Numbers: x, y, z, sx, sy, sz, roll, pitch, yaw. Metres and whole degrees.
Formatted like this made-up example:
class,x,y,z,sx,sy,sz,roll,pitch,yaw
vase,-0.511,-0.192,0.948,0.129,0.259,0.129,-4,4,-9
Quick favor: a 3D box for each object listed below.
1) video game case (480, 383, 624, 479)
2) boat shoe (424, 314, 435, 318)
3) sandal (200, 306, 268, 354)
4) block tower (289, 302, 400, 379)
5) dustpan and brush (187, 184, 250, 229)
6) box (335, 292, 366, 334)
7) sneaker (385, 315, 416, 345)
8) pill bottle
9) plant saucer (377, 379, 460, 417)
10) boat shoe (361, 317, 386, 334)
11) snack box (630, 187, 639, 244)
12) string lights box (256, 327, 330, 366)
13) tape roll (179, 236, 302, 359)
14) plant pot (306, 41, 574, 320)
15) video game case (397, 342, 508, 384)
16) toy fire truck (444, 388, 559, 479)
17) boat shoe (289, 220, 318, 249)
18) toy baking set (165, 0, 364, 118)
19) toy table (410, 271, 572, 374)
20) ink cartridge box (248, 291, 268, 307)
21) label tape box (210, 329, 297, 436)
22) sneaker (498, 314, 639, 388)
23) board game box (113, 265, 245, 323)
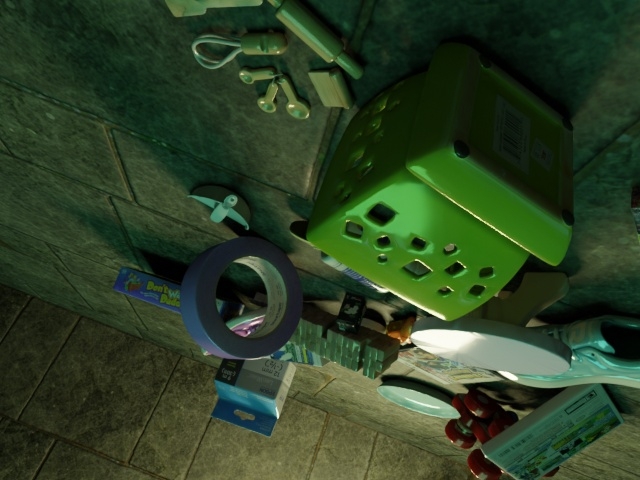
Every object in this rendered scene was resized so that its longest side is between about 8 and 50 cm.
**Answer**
class,x,y,z,sx,sy,sz,roll,pitch,yaw
video game case,0.612,0.504,1.244,0.329,0.036,0.300,-40,127,9
boat shoe,0.298,0.212,1.134,0.060,0.064,0.178,33,149,-18
sandal,-0.242,0.303,1.487,0.169,0.102,0.416,-15,165,-36
block tower,0.040,0.264,1.291,0.336,0.090,0.097,16,-161,34
dustpan and brush,-0.194,-0.072,0.969,0.147,0.060,0.211,30,152,-16
box,0.080,0.188,1.226,0.052,0.083,0.062,12,152,21
sneaker,0.207,0.238,1.247,0.068,0.064,0.175,18,153,0
pill bottle,0.105,0.032,0.887,0.187,0.112,0.112,30,152,-15
plant saucer,0.376,0.601,1.826,0.318,0.043,0.317,18,153,9
boat shoe,0.105,0.308,1.411,0.108,0.102,0.301,24,153,-5
snack box,0.468,-0.017,0.613,0.100,0.037,0.141,-5,143,39
string lights box,-0.083,0.310,1.513,0.260,0.077,0.133,-4,101,40
tape roll,-0.176,0.132,1.098,0.275,0.274,0.090,37,149,-27
plant pot,0.149,-0.070,0.553,0.227,0.228,0.207,30,146,-15
video game case,0.354,0.350,1.383,0.248,0.035,0.275,29,153,-14
toy fire truck,0.563,0.608,1.502,0.254,0.169,0.302,14,-159,-27
boat shoe,0.000,0.000,0.973,0.136,0.050,0.045,20,148,3
toy baking set,-0.072,-0.237,0.606,0.256,0.030,0.197,37,150,-27
toy table,0.311,0.133,0.871,0.275,0.160,0.252,5,150,30
ink cartridge box,-0.176,0.185,1.470,0.083,0.028,0.048,17,153,7
label tape box,-0.240,0.496,1.740,0.249,0.347,0.115,12,152,18
sneaker,0.493,0.191,0.902,0.366,0.135,0.150,-9,134,32
board game box,-0.442,0.184,1.533,0.347,0.078,0.233,17,172,8
